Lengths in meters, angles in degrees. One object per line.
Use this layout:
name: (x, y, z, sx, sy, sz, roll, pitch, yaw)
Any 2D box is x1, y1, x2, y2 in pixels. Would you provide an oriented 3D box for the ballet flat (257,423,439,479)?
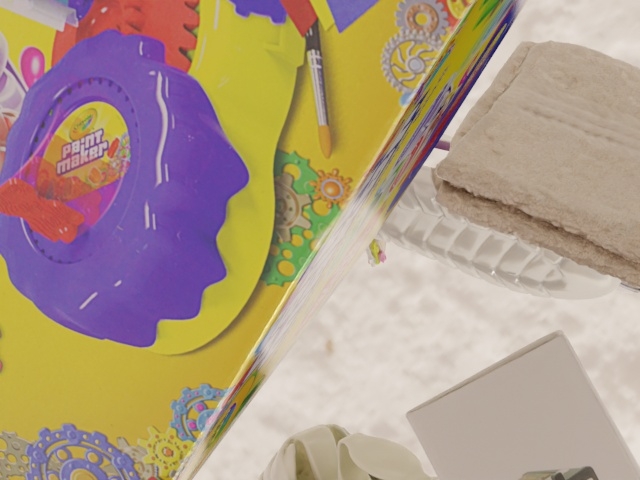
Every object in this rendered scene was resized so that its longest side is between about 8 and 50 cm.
ballet flat: (0.032, 0.244, 1.489, 0.400, 0.139, 0.139, 3, 118, 58)

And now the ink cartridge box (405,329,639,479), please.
ink cartridge box: (0.183, 0.224, 1.025, 0.122, 0.211, 0.289, -28, 74, 4)

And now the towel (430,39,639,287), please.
towel: (0.229, -0.037, 1.023, 0.282, 0.187, 0.049, 24, 137, 16)

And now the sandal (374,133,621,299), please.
sandal: (0.101, -0.058, 1.469, 0.416, 0.102, 0.169, 19, 159, 13)

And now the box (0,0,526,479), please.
box: (-0.024, -0.103, 0.502, 0.177, 0.279, 0.290, 34, 125, 4)

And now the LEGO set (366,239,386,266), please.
LEGO set: (0.000, 0.000, 1.645, 0.132, 0.287, 0.107, 7, 136, 32)

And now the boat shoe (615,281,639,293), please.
boat shoe: (0.302, -0.021, 1.821, 0.301, 0.108, 0.102, 30, 167, -16)
